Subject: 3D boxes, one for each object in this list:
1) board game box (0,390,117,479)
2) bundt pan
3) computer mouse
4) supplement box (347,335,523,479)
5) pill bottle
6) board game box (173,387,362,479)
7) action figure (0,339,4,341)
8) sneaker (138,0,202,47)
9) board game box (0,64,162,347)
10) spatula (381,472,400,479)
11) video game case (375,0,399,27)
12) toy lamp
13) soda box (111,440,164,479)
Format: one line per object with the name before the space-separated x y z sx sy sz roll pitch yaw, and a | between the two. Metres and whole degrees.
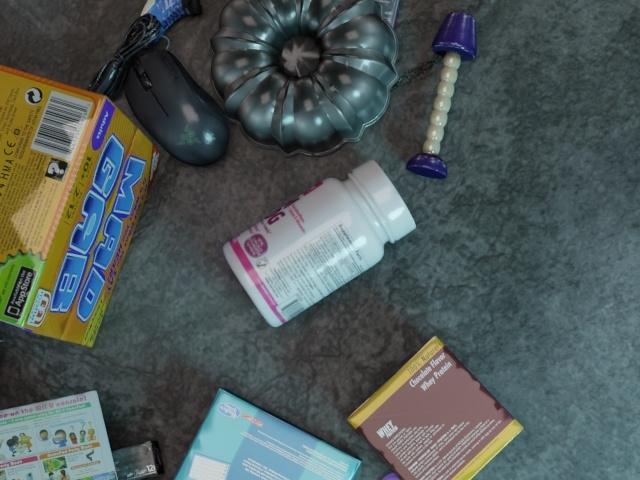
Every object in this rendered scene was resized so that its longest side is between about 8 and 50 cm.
board game box | -0.422 0.403 1.803 0.224 0.097 0.303 -9 72 -21
bundt pan | -0.036 -0.304 1.952 0.331 0.124 0.330 0 88 7
computer mouse | -0.269 -0.231 1.977 0.272 0.072 0.188 45 108 11
supplement box | 0.176 0.288 1.844 0.191 0.129 0.194 -43 79 -5
pill bottle | 0.000 0.000 1.897 0.283 0.160 0.160 -33 79 -1
board game box | -0.121 0.441 1.877 0.254 0.079 0.336 27 84 9
action figure | -0.583 0.253 1.905 0.099 0.185 0.284 4 96 29
sneaker | -0.252 -0.395 2.037 0.085 0.058 0.152 18 76 17
board game box | -0.508 -0.065 1.856 0.356 0.356 0.356 18 83 8
spatula | 0.049 0.482 1.848 0.084 0.030 0.296 44 65 11
video game case | 0.048 -0.468 2.038 0.196 0.026 0.274 11 81 7
toy lamp | 0.204 -0.244 1.959 0.080 0.080 0.274 13 81 7
soda box | -0.344 0.373 1.922 0.169 0.053 0.060 -15 79 2
